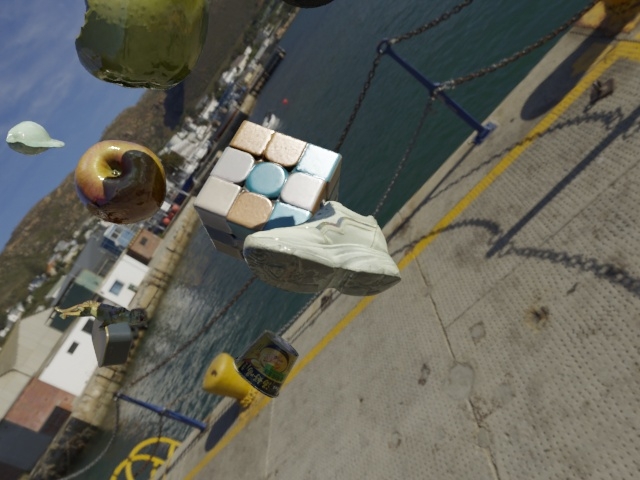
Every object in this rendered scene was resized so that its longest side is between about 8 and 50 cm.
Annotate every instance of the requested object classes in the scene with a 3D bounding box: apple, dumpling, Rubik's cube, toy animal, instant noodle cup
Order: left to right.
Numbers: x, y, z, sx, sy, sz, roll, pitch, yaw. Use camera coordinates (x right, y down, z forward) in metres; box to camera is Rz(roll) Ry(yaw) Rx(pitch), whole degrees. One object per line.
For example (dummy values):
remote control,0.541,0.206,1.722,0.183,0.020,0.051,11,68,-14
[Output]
dumpling,-0.993,-0.343,1.546,0.105,0.149,0.217,-48,28,4
toy animal,-0.619,0.210,1.252,0.099,0.240,0.057,-89,10,-85
apple,-0.490,-0.143,1.100,0.211,0.211,0.188,-64,7,-21
apple,-0.334,-0.416,0.822,0.279,0.279,0.279,-48,20,24
instant noodle cup,-0.136,0.318,1.168,0.122,0.151,0.151,-52,18,-4
Rubik's cube,-0.153,-0.114,1.441,0.347,0.346,0.345,89,-156,-65

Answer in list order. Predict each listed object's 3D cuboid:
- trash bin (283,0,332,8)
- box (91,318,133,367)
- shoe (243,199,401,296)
trash bin,-0.055,-0.558,0.796,0.203,0.252,0.302,-39,45,11
box,-0.736,0.337,1.564,0.201,0.090,0.145,37,113,47
shoe,0.000,0.000,0.955,0.132,0.341,0.211,124,148,-45
